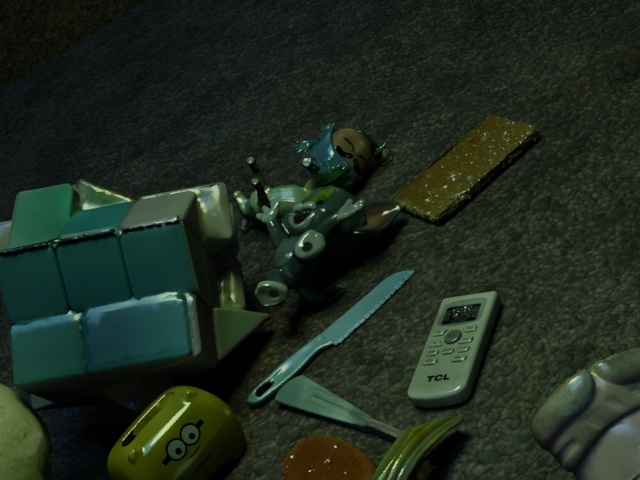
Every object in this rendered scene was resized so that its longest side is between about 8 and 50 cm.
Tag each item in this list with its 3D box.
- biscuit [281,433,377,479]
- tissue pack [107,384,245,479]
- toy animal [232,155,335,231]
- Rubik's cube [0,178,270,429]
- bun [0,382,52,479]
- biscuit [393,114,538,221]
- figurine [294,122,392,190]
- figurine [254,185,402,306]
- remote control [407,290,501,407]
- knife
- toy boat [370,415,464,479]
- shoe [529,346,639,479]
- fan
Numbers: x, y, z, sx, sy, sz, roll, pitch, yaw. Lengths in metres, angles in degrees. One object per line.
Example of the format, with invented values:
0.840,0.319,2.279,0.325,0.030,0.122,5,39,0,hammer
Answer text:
-0.018,0.326,1.575,0.192,0.036,0.186,-43,29,-18,biscuit
-0.199,0.279,1.726,0.178,0.127,0.123,-46,30,-25,tissue pack
-0.059,-0.065,2.136,0.217,0.176,0.073,4,61,15,toy animal
-0.280,0.080,1.887,0.387,0.368,0.358,-8,75,5,Rubik's cube
-0.520,0.377,1.783,0.365,0.219,0.365,-28,36,22,bun
0.229,-0.113,2.013,0.231,0.025,0.131,-40,31,-14,biscuit
0.040,-0.154,2.182,0.144,0.114,0.178,-27,21,6,figurine
0.001,0.005,1.941,0.193,0.140,0.265,-19,37,34,figurine
0.175,0.141,1.677,0.087,0.029,0.190,-10,36,34,remote control
0.017,0.137,1.848,0.313,0.019,0.044,-40,38,-15,knife
0.110,0.267,1.518,0.172,0.066,0.065,-51,0,-31,toy boat
0.397,0.197,1.272,0.351,0.172,0.198,-17,65,-10,shoe
0.035,0.224,1.693,0.057,0.023,0.282,-38,29,-27,fan
